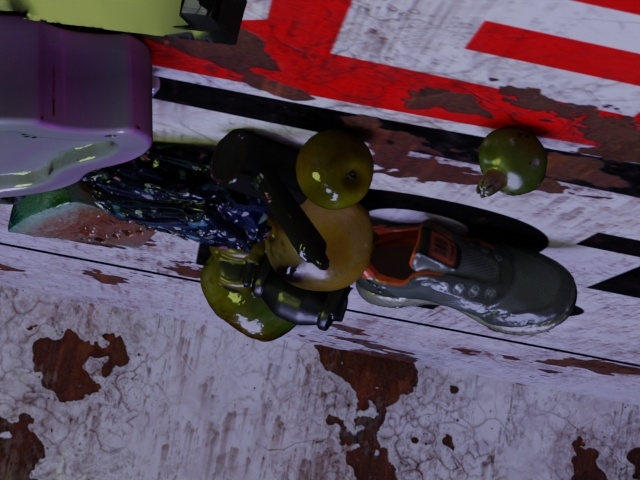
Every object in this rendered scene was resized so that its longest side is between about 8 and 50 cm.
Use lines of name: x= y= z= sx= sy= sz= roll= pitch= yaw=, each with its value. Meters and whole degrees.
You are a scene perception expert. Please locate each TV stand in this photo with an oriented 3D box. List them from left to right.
TV stand: x=-0.191 y=-0.205 z=1.052 sx=0.256 sy=0.040 sz=0.049 roll=10 pitch=169 yaw=17

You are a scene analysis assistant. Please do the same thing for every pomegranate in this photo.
pomegranate: x=0.192 y=-0.072 z=1.271 sx=0.073 sy=0.084 sz=0.073 roll=20 pitch=167 yaw=5

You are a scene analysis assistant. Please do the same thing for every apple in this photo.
apple: x=0.017 y=-0.079 z=1.384 sx=0.089 sy=0.089 sz=0.074 roll=18 pitch=-179 yaw=-36

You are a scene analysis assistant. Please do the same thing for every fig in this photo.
fig: x=-0.099 y=0.080 z=2.128 sx=0.191 sy=0.181 sz=0.181 roll=-17 pitch=162 yaw=12

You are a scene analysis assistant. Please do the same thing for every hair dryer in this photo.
hair dryer: x=-0.029 y=-0.038 z=1.418 sx=0.114 sy=0.070 sz=0.248 roll=18 pitch=-159 yaw=-36

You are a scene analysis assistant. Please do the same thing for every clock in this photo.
clock: x=-0.328 y=-0.122 z=1.251 sx=0.338 sy=0.102 sz=0.338 roll=-4 pitch=171 yaw=-1

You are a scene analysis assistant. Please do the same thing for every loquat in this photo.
loquat: x=0.000 y=0.000 z=1.686 sx=0.163 sy=0.137 sz=0.163 roll=1 pitch=152 yaw=0

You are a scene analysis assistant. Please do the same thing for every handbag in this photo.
handbag: x=-0.184 y=-0.060 z=1.614 sx=0.260 sy=0.113 sz=0.162 roll=12 pitch=165 yaw=32

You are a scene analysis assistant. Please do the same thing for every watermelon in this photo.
watermelon: x=-0.343 y=-0.044 z=1.953 sx=0.154 sy=0.094 sz=0.241 roll=-14 pitch=157 yaw=42

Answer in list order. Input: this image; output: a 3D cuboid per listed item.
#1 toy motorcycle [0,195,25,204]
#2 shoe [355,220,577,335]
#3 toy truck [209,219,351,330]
toy motorcycle: x=-0.587 y=-0.106 z=1.765 sx=0.340 sy=0.108 sz=0.223 roll=4 pitch=160 yaw=24
shoe: x=0.187 y=0.033 z=1.760 sx=0.336 sy=0.132 sz=0.171 roll=9 pitch=160 yaw=24
toy truck: x=-0.062 y=0.038 z=1.853 sx=0.224 sy=0.165 sz=0.147 roll=10 pitch=169 yaw=7
